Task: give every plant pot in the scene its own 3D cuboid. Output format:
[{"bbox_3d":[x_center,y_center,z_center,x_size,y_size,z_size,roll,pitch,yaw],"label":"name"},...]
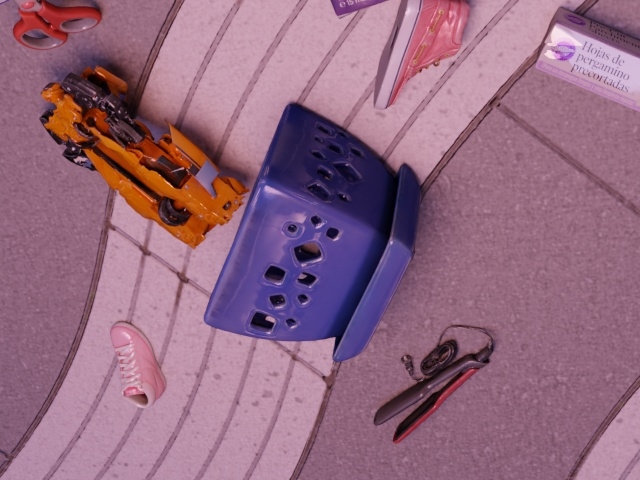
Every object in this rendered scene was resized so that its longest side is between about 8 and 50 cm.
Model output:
[{"bbox_3d":[0.000,0.000,1.602,0.212,0.236,0.236,22,121,-5],"label":"plant pot"}]

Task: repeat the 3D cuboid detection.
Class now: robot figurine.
[{"bbox_3d":[-0.242,-0.115,1.657,0.291,0.085,0.211,41,152,-9],"label":"robot figurine"}]

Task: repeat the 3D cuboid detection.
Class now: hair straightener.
[{"bbox_3d":[0.153,0.194,1.772,0.089,0.047,0.230,41,120,-10],"label":"hair straightener"}]

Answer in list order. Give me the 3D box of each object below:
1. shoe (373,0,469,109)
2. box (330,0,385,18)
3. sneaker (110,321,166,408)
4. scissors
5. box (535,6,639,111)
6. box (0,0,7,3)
[{"bbox_3d":[0.122,-0.226,1.538,0.081,0.063,0.178,10,133,-9],"label":"shoe"},{"bbox_3d":[0.059,-0.385,1.440,0.153,0.108,0.207,-16,114,22],"label":"box"},{"bbox_3d":[-0.278,0.190,1.868,0.051,0.070,0.134,-17,112,24],"label":"sneaker"},{"bbox_3d":[-0.359,-0.279,1.521,0.109,0.297,0.021,-19,84,12],"label":"scissors"},{"bbox_3d":[0.416,-0.179,1.489,0.324,0.067,0.063,24,121,2],"label":"box"},{"bbox_3d":[-0.339,-0.358,1.538,0.126,0.137,0.072,-18,111,23],"label":"box"}]
